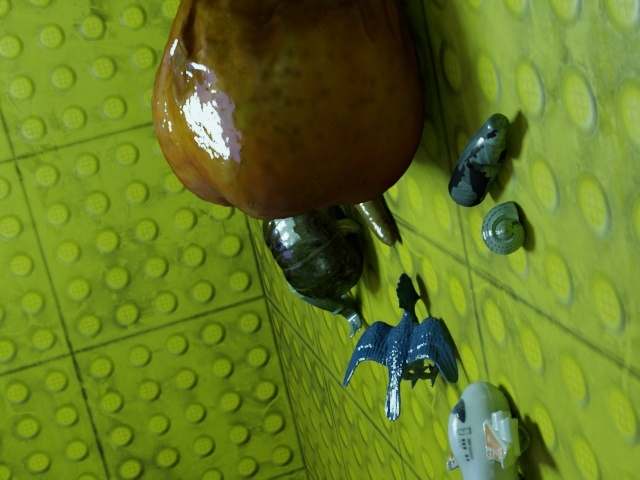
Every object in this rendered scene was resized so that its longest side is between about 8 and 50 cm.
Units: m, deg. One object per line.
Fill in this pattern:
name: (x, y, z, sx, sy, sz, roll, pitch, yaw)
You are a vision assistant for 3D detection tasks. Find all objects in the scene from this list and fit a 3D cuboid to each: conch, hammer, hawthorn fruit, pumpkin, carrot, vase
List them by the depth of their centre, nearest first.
vase: (0.224, -0.114, 1.614, 0.211, 0.059, 0.060, 101, 150, -67)
conch: (0.252, -0.017, 1.634, 0.085, 0.056, 0.076, 150, 116, -77)
hawthorn fruit: (-0.056, -0.258, 1.839, 0.472, 0.471, 0.472, 164, 90, -78)
carrot: (0.085, -0.087, 2.260, 0.078, 0.078, 0.298, 96, 150, -60)
pumpkin: (0.002, -0.001, 2.473, 0.260, 0.189, 0.260, 50, -157, -31)
hammer: (0.012, 0.131, 2.623, 0.226, 0.041, 0.159, 30, -154, -47)

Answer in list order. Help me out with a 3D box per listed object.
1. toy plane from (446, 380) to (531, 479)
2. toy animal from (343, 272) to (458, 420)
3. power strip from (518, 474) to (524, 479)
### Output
toy plane: (0.259, 0.350, 1.871, 0.244, 0.117, 0.245, 179, 90, -76)
toy animal: (0.148, 0.199, 2.140, 0.176, 0.239, 0.255, 50, -135, -29)
power strip: (0.311, 0.408, 1.971, 0.227, 0.029, 0.080, -130, 29, -63)
